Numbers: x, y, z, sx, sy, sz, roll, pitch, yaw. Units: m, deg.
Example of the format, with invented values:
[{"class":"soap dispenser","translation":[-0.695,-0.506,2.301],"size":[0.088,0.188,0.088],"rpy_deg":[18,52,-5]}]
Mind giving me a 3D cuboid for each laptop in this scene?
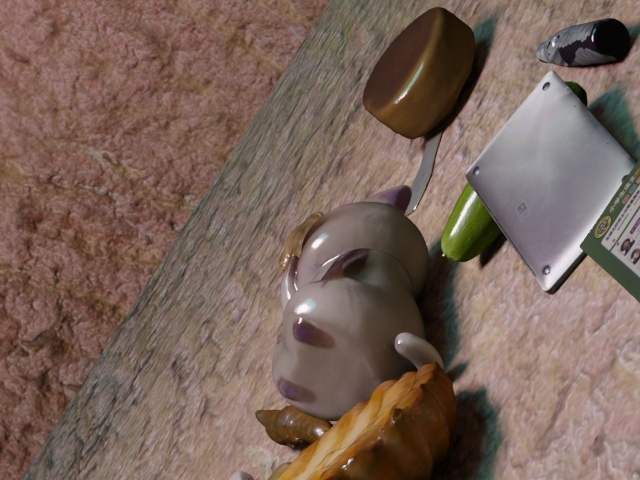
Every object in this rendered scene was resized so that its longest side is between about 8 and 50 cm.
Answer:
[{"class":"laptop","translation":[0.286,-0.079,1.750],"size":[0.188,0.015,0.269],"rpy_deg":[-52,36,19]}]

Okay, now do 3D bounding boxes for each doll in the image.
[{"class":"doll","translation":[0.045,0.092,1.954],"size":[0.370,0.226,0.215],"rpy_deg":[-91,1,-55]}]

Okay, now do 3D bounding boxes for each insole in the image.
[{"class":"insole","translation":[0.172,-0.117,2.331],"size":[0.064,0.004,0.188],"rpy_deg":[-37,27,50]}]

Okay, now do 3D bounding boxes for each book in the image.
[{"class":"book","translation":[0.382,-0.030,1.492],"size":[0.202,0.027,0.264],"rpy_deg":[-57,17,10]}]

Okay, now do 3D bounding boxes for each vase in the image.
[{"class":"vase","translation":[0.356,-0.269,1.958],"size":[0.060,0.060,0.211],"rpy_deg":[-60,15,-7]}]

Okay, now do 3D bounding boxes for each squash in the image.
[{"class":"squash","translation":[0.257,-0.093,1.886],"size":[0.292,0.082,0.082],"rpy_deg":[-55,16,17]}]

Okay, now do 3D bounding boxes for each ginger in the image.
[{"class":"ginger","translation":[-0.003,0.004,2.522],"size":[0.213,0.074,0.137],"rpy_deg":[-10,50,61]}]

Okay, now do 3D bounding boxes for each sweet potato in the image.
[{"class":"sweet potato","translation":[-0.035,0.282,2.119],"size":[0.067,0.067,0.274],"rpy_deg":[-62,21,-12]}]

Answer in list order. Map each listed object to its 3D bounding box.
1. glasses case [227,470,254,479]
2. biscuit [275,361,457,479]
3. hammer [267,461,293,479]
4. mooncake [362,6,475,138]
[{"class":"glasses case","translation":[-0.124,0.417,2.150],"size":[0.081,0.051,0.204],"rpy_deg":[-57,16,8]},{"class":"biscuit","translation":[0.039,0.281,1.691],"size":[0.325,0.107,0.326],"rpy_deg":[-38,1,1]},{"class":"hammer","translation":[-0.095,0.437,1.952],"size":[0.202,0.113,0.305],"rpy_deg":[-37,21,47]},{"class":"mooncake","translation":[0.178,-0.286,2.418],"size":[0.235,0.117,0.235],"rpy_deg":[-49,18,23]}]
